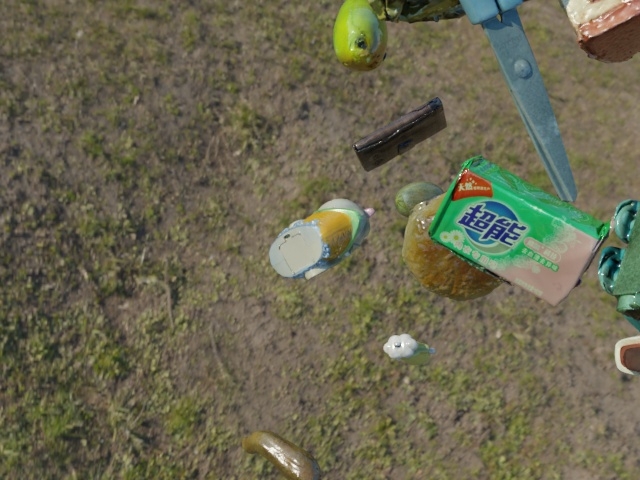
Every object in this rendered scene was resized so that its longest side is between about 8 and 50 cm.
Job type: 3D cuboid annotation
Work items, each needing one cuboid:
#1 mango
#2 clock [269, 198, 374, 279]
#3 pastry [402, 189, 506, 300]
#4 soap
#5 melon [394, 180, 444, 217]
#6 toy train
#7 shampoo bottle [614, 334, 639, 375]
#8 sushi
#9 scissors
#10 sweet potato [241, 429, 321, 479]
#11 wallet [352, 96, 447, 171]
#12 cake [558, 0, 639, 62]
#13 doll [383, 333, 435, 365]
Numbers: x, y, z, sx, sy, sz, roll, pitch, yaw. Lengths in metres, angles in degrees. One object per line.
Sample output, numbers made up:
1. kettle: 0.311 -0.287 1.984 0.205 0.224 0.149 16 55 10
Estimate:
1. mango: 0.078 -0.409 1.571 0.111 0.125 0.233 6 31 -8
2. clock: 0.000 0.000 1.340 0.144 0.231 0.103 -24 87 -43
3. pastry: 0.364 0.015 1.995 0.329 0.330 0.136 11 23 -13
4. soap: 0.345 -0.022 1.382 0.273 0.218 0.098 31 29 12
5. melon: 0.298 -0.116 2.319 0.167 0.114 0.114 -5 56 -24
6. toy train: 0.441 0.029 1.005 0.154 0.107 0.198 38 66 -24
7. shampoo bottle: 0.533 0.180 1.229 0.284 0.153 0.071 4 83 -53
8. sushi: 0.204 -0.409 1.177 0.290 0.131 0.139 -13 82 -3
9. scissors: 0.230 -0.248 0.971 0.192 0.029 0.447 -27 101 -11
10. sweet potato: -0.092 0.457 1.691 0.233 0.081 0.062 18 28 39
11. wallet: 0.190 -0.249 1.873 0.230 0.124 0.042 -31 65 2
12. cake: 0.409 -0.361 1.005 0.159 0.262 0.158 -12 71 -33
13. doll: 0.223 0.275 1.984 0.162 0.106 0.062 30 49 -57
